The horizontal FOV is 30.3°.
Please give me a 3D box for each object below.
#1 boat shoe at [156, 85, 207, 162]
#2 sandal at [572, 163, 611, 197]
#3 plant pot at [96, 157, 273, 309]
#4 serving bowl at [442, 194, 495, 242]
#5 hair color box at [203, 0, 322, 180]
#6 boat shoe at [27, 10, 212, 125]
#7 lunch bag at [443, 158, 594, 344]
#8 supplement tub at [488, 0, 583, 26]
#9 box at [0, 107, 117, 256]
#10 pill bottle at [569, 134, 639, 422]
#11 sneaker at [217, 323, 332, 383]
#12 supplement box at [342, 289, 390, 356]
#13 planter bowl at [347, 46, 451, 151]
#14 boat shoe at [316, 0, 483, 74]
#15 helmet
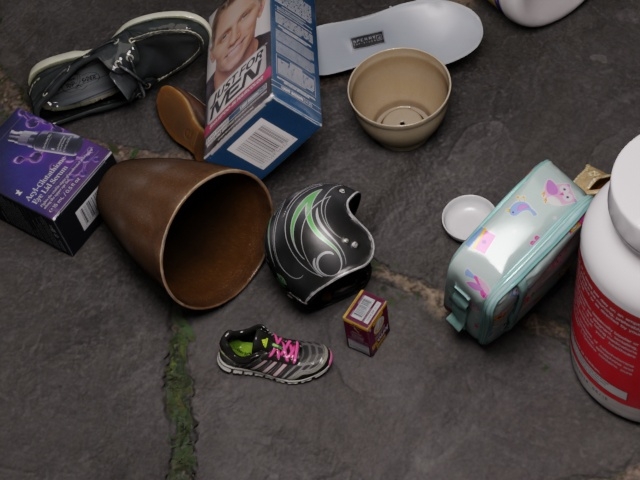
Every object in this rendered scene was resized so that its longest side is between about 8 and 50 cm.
[{"bbox_3d":[-0.192,-0.179,1.936,0.073,0.073,0.207,-7,49,-44],"label":"boat shoe"},{"bbox_3d":[0.390,-0.078,1.765,0.240,0.088,0.079,-8,61,9],"label":"sandal"},{"bbox_3d":[-0.225,-0.038,1.776,0.230,0.215,0.215,26,63,39],"label":"plant pot"},{"bbox_3d":[0.226,-0.028,1.791,0.083,0.027,0.083,-4,56,6],"label":"serving bowl"},{"bbox_3d":[-0.095,-0.274,1.884,0.174,0.105,0.347,-38,37,33],"label":"hair color box"},{"bbox_3d":[-0.335,-0.273,1.951,0.340,0.127,0.113,-13,48,13],"label":"boat shoe"},{"bbox_3d":[0.263,0.030,1.597,0.108,0.279,0.224,40,80,17],"label":"lunch bag"},{"bbox_3d":[0.309,-0.541,1.997,0.241,0.241,0.331,-33,58,-14],"label":"supplement tub"},{"bbox_3d":[-0.439,-0.095,1.885,0.207,0.108,0.153,24,63,22],"label":"box"},{"bbox_3d":[0.435,0.047,1.480,0.229,0.408,0.229,-4,56,6],"label":"pill bottle"},{"bbox_3d":[-0.069,0.158,1.680,0.170,0.075,0.063,4,57,11],"label":"sneaker"},{"bbox_3d":[0.066,0.118,1.682,0.043,0.083,0.055,24,63,22],"label":"supplement box"},{"bbox_3d":[0.128,-0.211,1.880,0.162,0.109,0.162,-4,56,5],"label":"planter bowl"},{"bbox_3d":[0.118,-0.330,1.963,0.306,0.105,0.113,-12,98,13],"label":"boat shoe"},{"bbox_3d":[0.000,0.000,1.726,0.169,0.169,0.162,-26,73,-9],"label":"helmet"}]
